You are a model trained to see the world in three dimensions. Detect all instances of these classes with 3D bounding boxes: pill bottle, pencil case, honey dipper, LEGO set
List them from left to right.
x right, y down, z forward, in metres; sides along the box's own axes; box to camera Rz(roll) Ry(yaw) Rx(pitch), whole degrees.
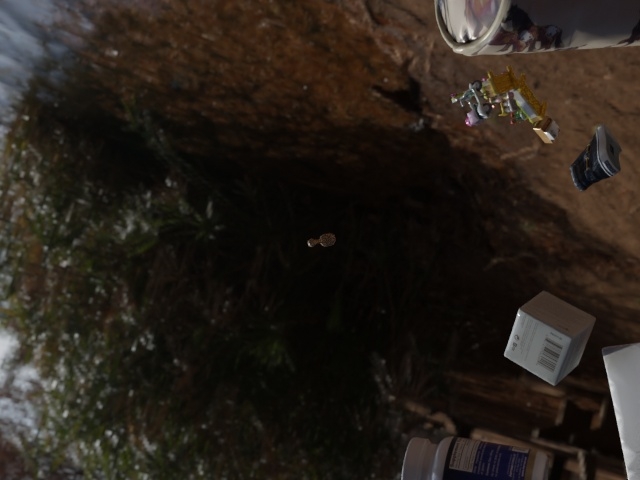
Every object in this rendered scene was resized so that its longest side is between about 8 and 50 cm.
[{"bbox_3d":[0.000,0.000,1.980,0.030,0.031,0.160,13,-175,16],"label":"honey dipper"},{"bbox_3d":[0.299,0.464,1.662,0.264,0.153,0.153,5,167,21],"label":"pill bottle"},{"bbox_3d":[0.361,-0.267,1.724,0.107,0.132,0.287,-20,161,42],"label":"LEGO set"},{"bbox_3d":[0.331,-0.297,0.901,0.410,0.184,0.160,-6,-154,-14],"label":"pencil case"}]

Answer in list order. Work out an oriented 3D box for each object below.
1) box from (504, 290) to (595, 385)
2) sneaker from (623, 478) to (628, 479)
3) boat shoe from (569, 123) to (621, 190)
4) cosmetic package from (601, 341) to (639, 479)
[{"bbox_3d":[0.370,0.156,1.384,0.102,0.101,0.087,31,-143,32],"label":"box"},{"bbox_3d":[0.675,0.519,1.750,0.148,0.131,0.350,-6,138,-12],"label":"sneaker"},{"bbox_3d":[0.522,-0.161,1.640,0.083,0.183,0.065,-33,103,31],"label":"boat shoe"},{"bbox_3d":[0.583,0.257,1.314,0.138,0.225,0.224,2,167,-40],"label":"cosmetic package"}]
